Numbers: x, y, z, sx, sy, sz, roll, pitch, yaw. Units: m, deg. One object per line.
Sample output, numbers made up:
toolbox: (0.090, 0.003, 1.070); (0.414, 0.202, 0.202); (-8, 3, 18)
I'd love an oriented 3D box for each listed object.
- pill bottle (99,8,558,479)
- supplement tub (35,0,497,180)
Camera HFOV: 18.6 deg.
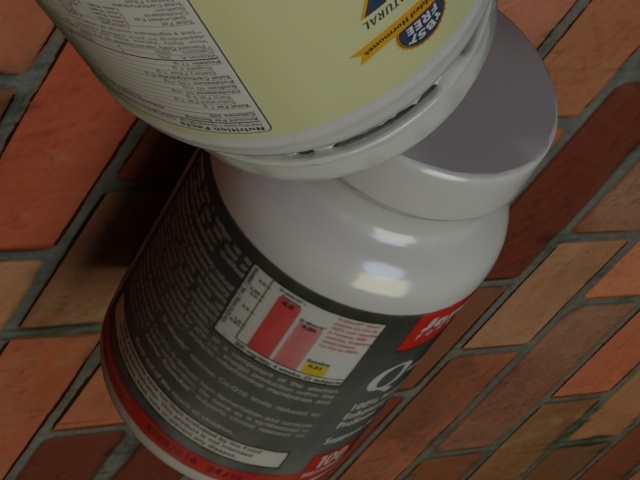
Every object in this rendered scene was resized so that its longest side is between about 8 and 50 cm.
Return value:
pill bottle: (0.000, 0.000, 1.324); (0.210, 0.210, 0.363); (-6, 148, -32)
supplement tub: (-0.042, -0.183, 0.938); (0.235, 0.235, 0.325); (-27, 153, 5)
